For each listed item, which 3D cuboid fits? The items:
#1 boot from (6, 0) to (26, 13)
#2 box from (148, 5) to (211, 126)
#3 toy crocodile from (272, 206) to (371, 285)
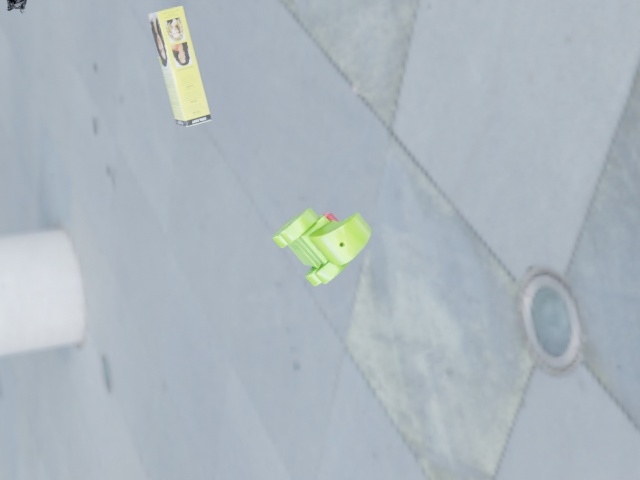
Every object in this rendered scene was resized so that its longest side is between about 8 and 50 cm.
[{"bbox_3d":[-0.549,-0.470,2.107,0.099,0.045,0.121,-132,40,-74],"label":"boot"},{"bbox_3d":[-0.281,-0.346,2.330,0.087,0.058,0.232,-161,55,-68],"label":"box"},{"bbox_3d":[0.000,0.000,1.934,0.115,0.105,0.340,49,172,-3],"label":"toy crocodile"}]
